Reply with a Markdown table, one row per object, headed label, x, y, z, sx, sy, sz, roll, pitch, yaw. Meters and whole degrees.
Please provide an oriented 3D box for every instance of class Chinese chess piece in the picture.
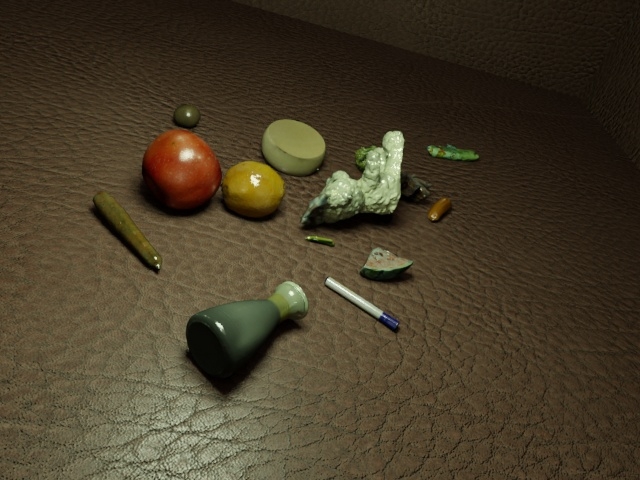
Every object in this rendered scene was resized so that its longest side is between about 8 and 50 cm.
| label | x | y | z | sx | sy | sz | roll | pitch | yaw |
| --- | --- | --- | --- | --- | --- | --- | --- | --- | --- |
| Chinese chess piece | -0.109 | -0.381 | 2.065 | 0.273 | 0.102 | 0.273 | 13 | 46 | -14 |

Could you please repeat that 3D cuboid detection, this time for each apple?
| label | x | y | z | sx | sy | sz | roll | pitch | yaw |
| --- | --- | --- | --- | --- | --- | --- | --- | --- | --- |
| apple | -0.460 | -0.232 | 1.654 | 0.260 | 0.260 | 0.216 | 39 | 67 | 22 |

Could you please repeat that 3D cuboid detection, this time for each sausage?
| label | x | y | z | sx | sy | sz | roll | pitch | yaw |
| --- | --- | --- | --- | --- | --- | --- | --- | --- | --- |
| sausage | 0.492 | -0.133 | 2.084 | 0.062 | 0.054 | 0.183 | 11 | 33 | 37 |

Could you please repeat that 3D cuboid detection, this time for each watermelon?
| label | x | y | z | sx | sy | sz | roll | pitch | yaw |
| --- | --- | --- | --- | --- | --- | --- | --- | --- | --- |
| watermelon | 0.214 | 0.081 | 1.719 | 0.187 | 0.071 | 0.139 | -5 | 38 | -15 |

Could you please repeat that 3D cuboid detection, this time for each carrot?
| label | x | y | z | sx | sy | sz | roll | pitch | yaw |
| --- | --- | --- | --- | --- | --- | --- | --- | --- | --- |
| carrot | -0.576 | -0.025 | 1.520 | 0.342 | 0.070 | 0.070 | 44 | 45 | 19 |

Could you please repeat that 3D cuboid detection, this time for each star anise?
| label | x | y | z | sx | sy | sz | roll | pitch | yaw |
| --- | --- | --- | --- | --- | --- | --- | --- | --- | --- |
| star anise | 0.342 | -0.235 | 2.102 | 0.223 | 0.109 | 0.236 | 14 | 19 | -43 |

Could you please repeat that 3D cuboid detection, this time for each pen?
| label | x | y | z | sx | sy | sz | roll | pitch | yaw |
| --- | --- | --- | --- | --- | --- | --- | --- | --- | --- |
| pen | 0.127 | 0.195 | 1.575 | 0.269 | 0.033 | 0.033 | 32 | 41 | 16 |

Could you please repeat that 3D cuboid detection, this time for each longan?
| label | x | y | z | sx | sy | sz | roll | pitch | yaw |
| --- | --- | --- | --- | --- | --- | --- | --- | --- | --- |
| longan | -0.548 | -0.512 | 2.070 | 0.113 | 0.092 | 0.113 | -6 | 29 | 3 |

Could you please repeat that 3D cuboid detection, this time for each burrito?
| label | x | y | z | sx | sy | sz | roll | pitch | yaw |
| --- | --- | --- | --- | --- | --- | --- | --- | --- | --- |
| burrito | 0.652 | -0.443 | 2.510 | 0.288 | 0.054 | 0.104 | 5 | 40 | -15 |

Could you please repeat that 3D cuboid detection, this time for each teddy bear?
| label | x | y | z | sx | sy | sz | roll | pitch | yaw |
| --- | --- | --- | --- | --- | --- | --- | --- | --- | --- |
| teddy bear | 0.107 | -0.228 | 1.834 | 0.362 | 0.327 | 0.375 | 6 | 70 | -15 |

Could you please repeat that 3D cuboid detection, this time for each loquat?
| label | x | y | z | sx | sy | sz | roll | pitch | yaw |
| --- | --- | --- | --- | --- | --- | --- | --- | --- | --- |
| loquat | -0.238 | -0.175 | 1.736 | 0.234 | 0.187 | 0.176 | 7 | -2 | -1 |

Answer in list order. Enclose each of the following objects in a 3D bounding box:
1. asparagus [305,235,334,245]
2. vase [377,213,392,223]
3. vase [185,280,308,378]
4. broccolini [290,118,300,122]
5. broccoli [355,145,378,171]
| label | x | y | z | sx | sy | sz | roll | pitch | yaw |
| --- | --- | --- | --- | --- | --- | --- | --- | --- | --- |
| asparagus | 0.000 | 0.000 | 1.755 | 0.108 | 0.021 | 0.025 | 12 | 41 | -9 |
| vase | 0.251 | -0.150 | 2.002 | 0.060 | 0.060 | 0.211 | 13 | 39 | -8 |
| vase | -0.180 | 0.216 | 1.336 | 0.173 | 0.173 | 0.321 | 39 | 37 | 22 |
| broccolini | -0.140 | -0.460 | 2.232 | 0.057 | 0.071 | 0.254 | 52 | 38 | -27 |
| broccoli | 0.208 | -0.350 | 2.168 | 0.131 | 0.120 | 0.130 | 36 | 28 | -19 |
